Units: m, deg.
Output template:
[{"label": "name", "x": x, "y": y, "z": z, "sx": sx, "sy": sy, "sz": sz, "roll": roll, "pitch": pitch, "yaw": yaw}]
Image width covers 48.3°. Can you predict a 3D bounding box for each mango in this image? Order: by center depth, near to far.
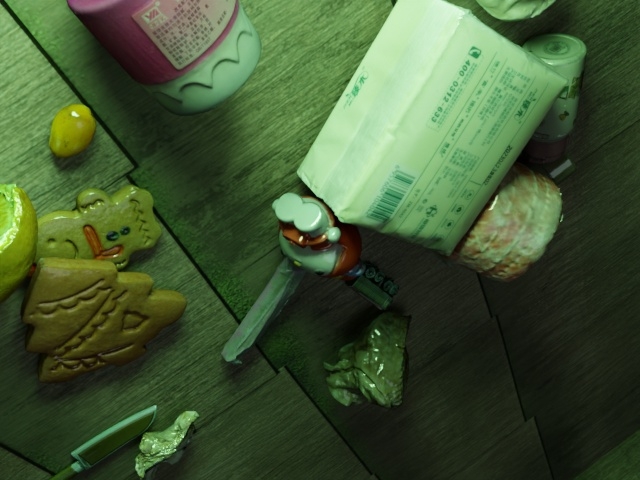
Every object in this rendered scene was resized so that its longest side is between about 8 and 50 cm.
[{"label": "mango", "x": -0.352, "y": -0.152, "z": 1.004, "sx": 0.060, "sy": 0.046, "sz": 0.089, "roll": 22, "pitch": 123, "yaw": -40}]

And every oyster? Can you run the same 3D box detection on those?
[{"label": "oyster", "x": -0.317, "y": 0.417, "z": 1.475, "sx": 0.191, "sy": 0.081, "sz": 0.163, "roll": -41, "pitch": 163, "yaw": 4}]

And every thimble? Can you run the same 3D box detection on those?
[{"label": "thimble", "x": 0.328, "y": -0.048, "z": 1.372, "sx": 0.162, "sy": 0.239, "sz": 0.239, "roll": 23, "pitch": 112, "yaw": -16}]

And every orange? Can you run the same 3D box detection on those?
[{"label": "orange", "x": -0.491, "y": 0.023, "z": 0.954, "sx": 0.237, "sy": 0.179, "sz": 0.158, "roll": -22, "pitch": 131, "yaw": -19}]

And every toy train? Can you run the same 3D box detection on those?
[{"label": "toy train", "x": 0.113, "y": 0.095, "z": 1.513, "sx": 0.071, "sy": 0.038, "sz": 0.148, "roll": -46, "pitch": 135, "yaw": 6}]

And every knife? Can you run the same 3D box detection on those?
[{"label": "knife", "x": -0.465, "y": 0.433, "z": 1.415, "sx": 0.343, "sy": 0.027, "sz": 0.061, "roll": -33, "pitch": 132, "yaw": -6}]

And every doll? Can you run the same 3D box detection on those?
[{"label": "doll", "x": 0.000, "y": 0.000, "z": 1.275, "sx": 0.129, "sy": 0.161, "sz": 0.290, "roll": -61, "pitch": 158, "yaw": -11}]

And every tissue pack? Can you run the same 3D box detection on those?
[{"label": "tissue pack", "x": 0.188, "y": -0.189, "z": 1.207, "sx": 0.297, "sy": 0.207, "sz": 0.380, "roll": 19, "pitch": 113, "yaw": -37}]

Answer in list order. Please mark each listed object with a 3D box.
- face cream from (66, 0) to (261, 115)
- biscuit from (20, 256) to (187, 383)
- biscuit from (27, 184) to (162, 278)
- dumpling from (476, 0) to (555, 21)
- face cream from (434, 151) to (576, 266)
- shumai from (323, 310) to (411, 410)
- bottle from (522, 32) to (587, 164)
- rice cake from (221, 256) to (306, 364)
[{"label": "face cream", "x": -0.191, "y": -0.282, "z": 0.907, "sx": 0.175, "sy": 0.175, "sz": 0.195, "roll": -40, "pitch": 135, "yaw": 1}, {"label": "biscuit", "x": -0.381, "y": 0.128, "z": 1.185, "sx": 0.284, "sy": 0.043, "sz": 0.306, "roll": -30, "pitch": 142, "yaw": -5}, {"label": "biscuit", "x": -0.364, "y": -0.003, "z": 1.122, "sx": 0.226, "sy": 0.036, "sz": 0.165, "roll": -20, "pitch": 135, "yaw": -18}, {"label": "dumpling", "x": 0.316, "y": -0.431, "z": 1.171, "sx": 0.199, "sy": 0.118, "sz": 0.136, "roll": 17, "pitch": 114, "yaw": -17}, {"label": "face cream", "x": 0.385, "y": -0.075, "z": 1.534, "sx": 0.341, "sy": 0.084, "sz": 0.137, "roll": -39, "pitch": 140, "yaw": 10}, {"label": "shumai", "x": 0.098, "y": 0.260, "z": 1.577, "sx": 0.186, "sy": 0.218, "sz": 0.184, "roll": 1, "pitch": 166, "yaw": 14}, {"label": "bottle", "x": 0.439, "y": -0.263, "z": 1.383, "sx": 0.120, "sy": 0.120, "sz": 0.253, "roll": -24, "pitch": 136, "yaw": -15}, {"label": "rice cake", "x": -0.111, "y": 0.136, "z": 1.392, "sx": 0.269, "sy": 0.049, "sz": 0.055, "roll": -55, "pitch": 156, "yaw": 17}]
